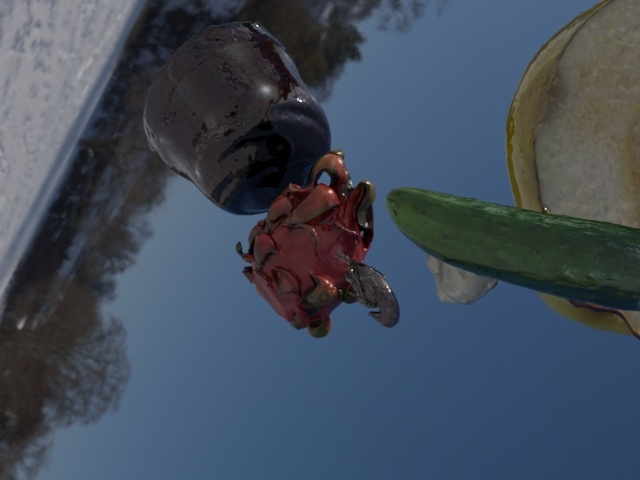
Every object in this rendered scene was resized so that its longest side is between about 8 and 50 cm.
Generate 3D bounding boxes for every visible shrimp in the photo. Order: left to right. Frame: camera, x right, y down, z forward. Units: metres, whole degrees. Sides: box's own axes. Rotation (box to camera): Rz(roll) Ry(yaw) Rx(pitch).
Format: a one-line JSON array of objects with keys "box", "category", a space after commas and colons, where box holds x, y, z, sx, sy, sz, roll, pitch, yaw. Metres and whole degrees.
[{"box": [0.079, 0.076, 1.480, 0.165, 0.056, 0.065, 49, -42, 34], "category": "shrimp"}]

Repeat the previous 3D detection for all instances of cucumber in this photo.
[{"box": [0.155, 0.009, 0.583, 0.056, 0.250, 0.056, -36, 133, -51], "category": "cucumber"}]

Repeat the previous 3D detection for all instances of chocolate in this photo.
[{"box": [-0.138, -0.224, 1.840, 0.383, 0.331, 0.384, -33, 150, -22], "category": "chocolate"}]

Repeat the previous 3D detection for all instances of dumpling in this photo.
[{"box": [0.242, 0.040, 1.484, 0.108, 0.127, 0.188, -44, -179, -43], "category": "dumpling"}]

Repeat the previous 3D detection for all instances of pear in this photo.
[{"box": [0.344, -0.088, 0.965, 0.386, 0.340, 0.191, -61, -167, -4], "category": "pear"}]

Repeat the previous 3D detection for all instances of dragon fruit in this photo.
[{"box": [-0.012, 0.009, 1.599, 0.243, 0.227, 0.307, -34, 137, -37], "category": "dragon fruit"}]
